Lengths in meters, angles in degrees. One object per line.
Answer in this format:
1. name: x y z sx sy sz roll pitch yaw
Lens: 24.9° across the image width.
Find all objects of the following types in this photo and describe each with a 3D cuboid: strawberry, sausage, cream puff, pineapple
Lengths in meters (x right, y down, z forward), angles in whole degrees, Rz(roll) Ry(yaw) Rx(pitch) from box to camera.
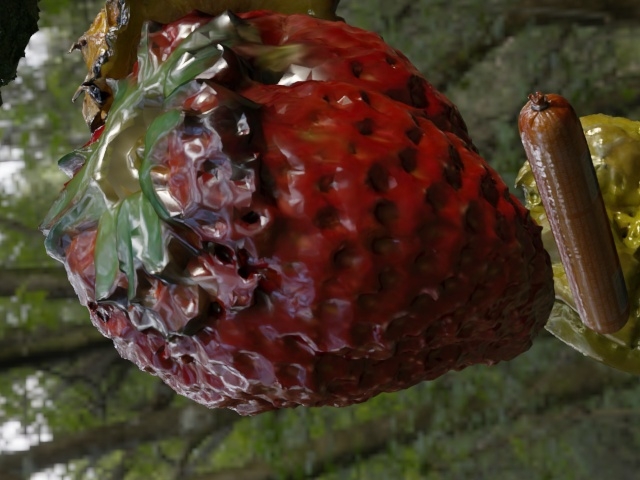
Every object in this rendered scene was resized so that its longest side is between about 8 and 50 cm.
1. strawberry: 0.000 0.000 0.863 0.288 0.238 0.250 24 -149 -30
2. sausage: 0.233 -0.017 1.308 0.347 0.053 0.053 62 -154 -48
3. cream puff: 0.337 -0.026 1.591 0.291 0.257 0.324 9 -82 -82
4. pineapple: -0.077 -0.123 0.975 0.076 0.225 0.224 34 142 48

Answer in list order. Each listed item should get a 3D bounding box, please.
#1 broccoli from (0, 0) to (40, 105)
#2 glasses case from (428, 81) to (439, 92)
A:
1. broccoli: -0.382 -0.179 1.198 0.275 0.308 0.307 -95 -1 -74
2. glasses case: 0.014 -0.084 1.461 0.087 0.248 0.065 41 -151 -47
